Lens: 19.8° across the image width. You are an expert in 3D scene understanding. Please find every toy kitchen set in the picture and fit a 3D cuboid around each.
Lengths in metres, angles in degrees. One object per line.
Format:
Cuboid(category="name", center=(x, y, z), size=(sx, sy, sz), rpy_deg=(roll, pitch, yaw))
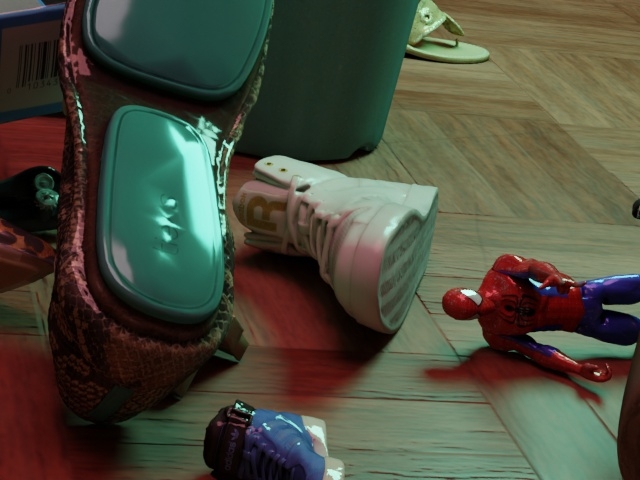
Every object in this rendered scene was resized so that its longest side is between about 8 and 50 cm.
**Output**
Cuboid(category="toy kitchen set", center=(-0.107, 0.080, 1.369), size=(0.068, 0.075, 0.083), rpy_deg=(22, -17, 20))

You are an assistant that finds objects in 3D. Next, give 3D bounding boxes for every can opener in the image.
Cuboid(category="can opener", center=(-0.289, -0.025, 1.551), size=(0.186, 0.073, 0.059), rpy_deg=(-6, 64, -29))

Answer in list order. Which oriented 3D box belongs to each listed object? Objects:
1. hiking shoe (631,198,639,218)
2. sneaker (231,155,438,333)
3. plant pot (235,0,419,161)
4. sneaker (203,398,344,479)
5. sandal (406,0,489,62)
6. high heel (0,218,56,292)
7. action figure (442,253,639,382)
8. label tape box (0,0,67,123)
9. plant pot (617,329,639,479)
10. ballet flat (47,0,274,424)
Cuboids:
Cuboid(category="hiking shoe", center=(0.391, 0.050, 1.449), size=(0.304, 0.132, 0.113), rpy_deg=(50, 45, -8))
Cuboid(category="sneaker", center=(0.000, 0.000, 1.541), size=(0.169, 0.108, 0.292), rpy_deg=(11, 11, 7))
Cuboid(category="plant pot", center=(-0.032, -0.279, 1.920), size=(0.341, 0.334, 0.341), rpy_deg=(8, 21, -3))
Cuboid(category="sneaker", center=(-0.035, 0.147, 1.181), size=(0.084, 0.058, 0.152), rpy_deg=(12, 16, -10))
Cuboid(category="sandal", center=(0.112, -0.283, 2.357), size=(0.240, 0.079, 0.088), rpy_deg=(5, 21, -13))
Cuboid(category="high heel", center=(-0.300, -0.050, 1.453), size=(0.261, 0.093, 0.186), rpy_deg=(9, 47, 16))
Cuboid(category="action figure", center=(0.239, 0.063, 1.479), size=(0.280, 0.092, 0.139), rpy_deg=(3, 13, -19))
Cuboid(category="label tape box", center=(-0.348, -0.227, 1.545), size=(0.249, 0.115, 0.348), rpy_deg=(-15, 45, -33))
Cuboid(category="plant pot", center=(0.337, 0.086, 1.231), size=(0.323, 0.323, 0.280), rpy_deg=(19, 40, 25))
Cuboid(category="ballet flat", center=(-0.138, -0.073, 1.371), size=(0.164, 0.182, 0.483), rpy_deg=(20, 48, -19))
